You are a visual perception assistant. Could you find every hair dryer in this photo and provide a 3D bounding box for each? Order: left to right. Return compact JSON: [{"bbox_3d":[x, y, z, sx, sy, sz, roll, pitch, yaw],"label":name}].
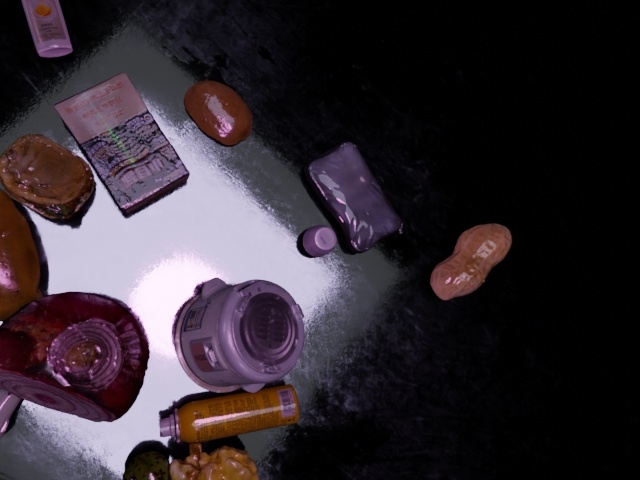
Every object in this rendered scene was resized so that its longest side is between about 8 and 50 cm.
[{"bbox_3d":[-0.795,0.339,1.187,0.229,0.092,0.267,-37,86,-26],"label":"hair dryer"}]

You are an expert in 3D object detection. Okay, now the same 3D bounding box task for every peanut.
[{"bbox_3d":[0.464,0.063,1.589,0.149,0.149,0.313,46,77,-9],"label":"peanut"}]

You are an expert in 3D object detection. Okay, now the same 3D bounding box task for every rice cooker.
[{"bbox_3d":[-0.203,0.233,1.273,0.264,0.316,0.317,-31,94,-45],"label":"rice cooker"}]

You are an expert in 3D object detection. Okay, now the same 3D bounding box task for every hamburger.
[{"bbox_3d":[-0.664,-0.151,1.246,0.206,0.130,0.183,37,47,-29],"label":"hamburger"}]

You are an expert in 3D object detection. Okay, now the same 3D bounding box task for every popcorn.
[{"bbox_3d":[-0.258,0.615,1.271,0.233,0.192,0.266,-38,99,0],"label":"popcorn"}]

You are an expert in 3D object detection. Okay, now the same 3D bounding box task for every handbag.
[{"bbox_3d":[0.103,-0.125,1.527,0.191,0.075,0.332,-33,92,-22],"label":"handbag"}]

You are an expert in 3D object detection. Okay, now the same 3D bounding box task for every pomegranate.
[{"bbox_3d":[-0.410,0.585,1.266,0.161,0.122,0.122,41,70,-46],"label":"pomegranate"}]

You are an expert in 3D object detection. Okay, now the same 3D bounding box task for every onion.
[{"bbox_3d":[-0.548,0.242,1.163,0.336,0.282,0.260,28,57,-17],"label":"onion"}]

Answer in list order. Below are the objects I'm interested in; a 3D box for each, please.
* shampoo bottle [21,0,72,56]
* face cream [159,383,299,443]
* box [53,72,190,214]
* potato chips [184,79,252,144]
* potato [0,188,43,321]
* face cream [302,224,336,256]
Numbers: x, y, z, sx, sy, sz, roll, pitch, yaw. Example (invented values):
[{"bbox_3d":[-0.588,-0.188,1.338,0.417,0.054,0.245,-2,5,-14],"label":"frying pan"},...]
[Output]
[{"bbox_3d":[-0.709,-0.588,1.317,0.086,0.056,0.227,-16,89,-20],"label":"shampoo bottle"},{"bbox_3d":[-0.235,0.453,1.332,0.348,0.105,0.105,-5,86,-19],"label":"face cream"},{"bbox_3d":[-0.507,-0.248,1.331,0.198,0.084,0.310,-34,94,-19],"label":"box"},{"bbox_3d":[-0.278,-0.361,1.438,0.150,0.049,0.202,-42,103,-12],"label":"potato chips"},{"bbox_3d":[-0.775,0.021,1.187,0.195,0.176,0.369,-38,108,-59],"label":"potato"},{"bbox_3d":[0.000,0.000,1.462,0.091,0.095,0.091,2,83,-19],"label":"face cream"}]
